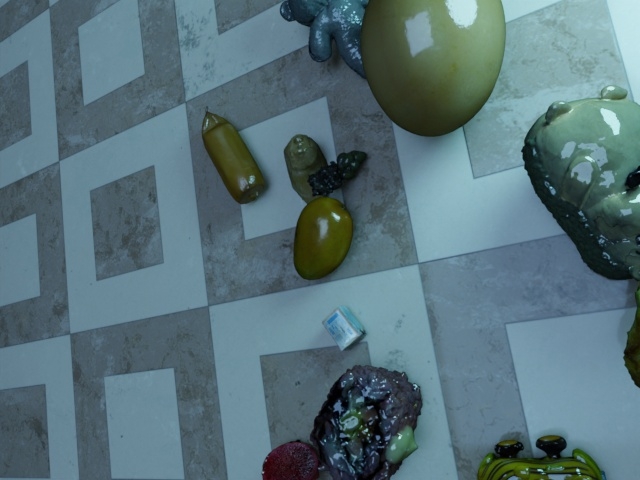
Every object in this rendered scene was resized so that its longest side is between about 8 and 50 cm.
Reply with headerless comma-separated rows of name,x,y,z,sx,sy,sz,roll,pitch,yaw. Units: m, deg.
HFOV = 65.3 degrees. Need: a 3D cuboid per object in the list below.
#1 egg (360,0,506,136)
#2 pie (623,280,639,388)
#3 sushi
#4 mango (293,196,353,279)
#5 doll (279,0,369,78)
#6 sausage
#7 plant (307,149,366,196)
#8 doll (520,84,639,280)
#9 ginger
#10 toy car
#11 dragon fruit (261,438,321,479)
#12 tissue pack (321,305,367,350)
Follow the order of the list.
egg,0.235,-0.412,1.065,0.301,0.301,0.373,2,88,30
pie,0.650,0.121,0.811,0.355,0.103,0.288,-34,109,5
sushi,0.111,0.419,1.138,0.237,0.171,0.270,25,93,29
mango,0.005,0.000,1.266,0.152,0.120,0.220,16,101,33
doll,0.055,-0.568,1.292,0.340,0.158,0.246,41,102,-4
sausage,-0.266,-0.254,1.449,0.112,0.112,0.328,-39,68,21
plant,0.042,-0.172,1.268,0.174,0.087,0.085,-38,53,-11
doll,0.526,-0.098,0.914,0.248,0.247,0.349,-19,86,27
ginger,-0.037,-0.186,1.312,0.115,0.122,0.193,-22,80,6
toy car,0.424,0.498,0.968,0.248,0.142,0.200,-20,75,25
dragon fruit,-0.068,0.600,1.270,0.153,0.153,0.110,11,124,30
tissue pack,0.058,0.219,1.248,0.074,0.059,0.094,-44,67,17
